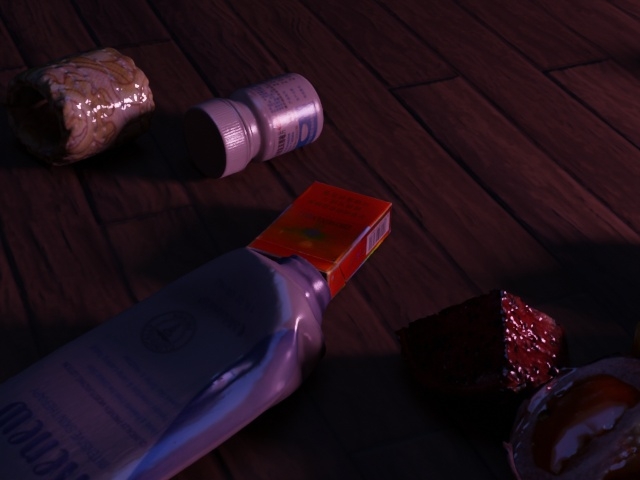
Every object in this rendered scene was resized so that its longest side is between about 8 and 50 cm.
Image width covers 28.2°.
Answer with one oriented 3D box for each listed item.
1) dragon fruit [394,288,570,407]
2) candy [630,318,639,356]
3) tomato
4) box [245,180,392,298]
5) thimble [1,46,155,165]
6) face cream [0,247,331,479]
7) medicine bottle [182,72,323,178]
[{"bbox_3d":[0.164,0.130,1.294,0.161,0.120,0.127,-20,49,37],"label":"dragon fruit"},{"bbox_3d":[0.437,0.127,1.266,0.260,0.118,0.260,-2,29,1],"label":"candy"},{"bbox_3d":[0.278,0.208,1.136,0.199,0.112,0.228,-35,34,-21],"label":"tomato"},{"bbox_3d":[0.000,0.001,1.510,0.112,0.048,0.175,18,37,23],"label":"box"},{"bbox_3d":[-0.330,-0.184,1.717,0.143,0.137,0.190,-27,31,-35],"label":"thimble"},{"bbox_3d":[-0.166,0.146,1.264,0.420,0.137,0.235,-33,46,-23],"label":"face cream"},{"bbox_3d":[-0.088,-0.155,1.698,0.168,0.105,0.105,-24,40,-32],"label":"medicine bottle"}]
